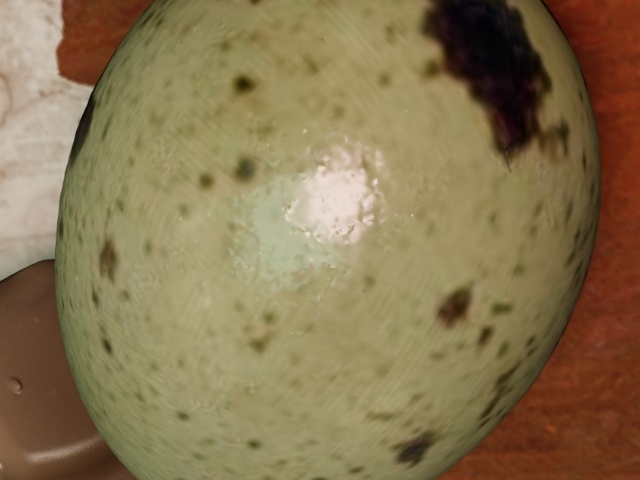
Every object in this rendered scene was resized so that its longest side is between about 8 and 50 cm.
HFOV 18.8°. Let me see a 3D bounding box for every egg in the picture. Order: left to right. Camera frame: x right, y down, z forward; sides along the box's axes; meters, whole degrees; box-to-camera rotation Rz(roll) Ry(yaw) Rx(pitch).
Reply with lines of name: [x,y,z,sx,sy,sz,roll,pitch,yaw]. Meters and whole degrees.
egg: [0.000,0.000,1.059,0.288,0.287,0.379,24,130,14]

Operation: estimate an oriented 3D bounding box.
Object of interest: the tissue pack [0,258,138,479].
tissue pack: [-0.158,0.230,1.234,0.277,0.267,0.387,-40,92,29]
